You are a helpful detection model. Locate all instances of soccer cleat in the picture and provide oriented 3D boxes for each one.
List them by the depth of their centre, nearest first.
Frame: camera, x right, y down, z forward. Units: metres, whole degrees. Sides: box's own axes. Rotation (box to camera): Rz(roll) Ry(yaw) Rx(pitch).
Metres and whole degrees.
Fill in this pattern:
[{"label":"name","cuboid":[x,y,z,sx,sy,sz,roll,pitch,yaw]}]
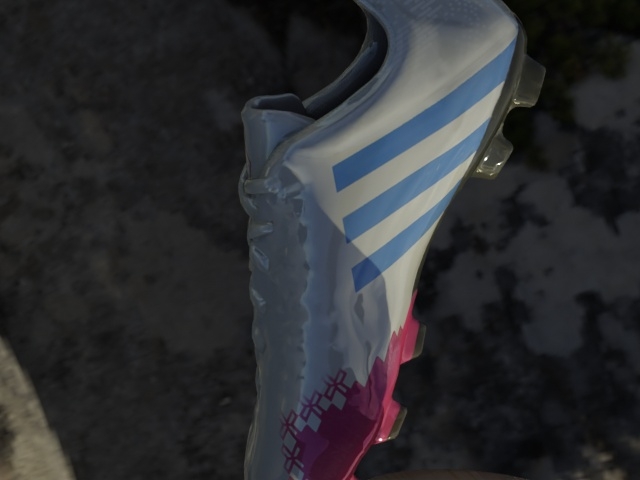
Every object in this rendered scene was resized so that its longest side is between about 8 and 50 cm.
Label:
[{"label":"soccer cleat","cuboid":[0.000,0.000,0.959,0.143,0.116,0.331,21,95,-16]}]

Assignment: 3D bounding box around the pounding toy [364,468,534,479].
[{"label":"pounding toy","cuboid":[0.063,0.206,0.848,0.154,0.269,0.155,-1,100,-31]}]
